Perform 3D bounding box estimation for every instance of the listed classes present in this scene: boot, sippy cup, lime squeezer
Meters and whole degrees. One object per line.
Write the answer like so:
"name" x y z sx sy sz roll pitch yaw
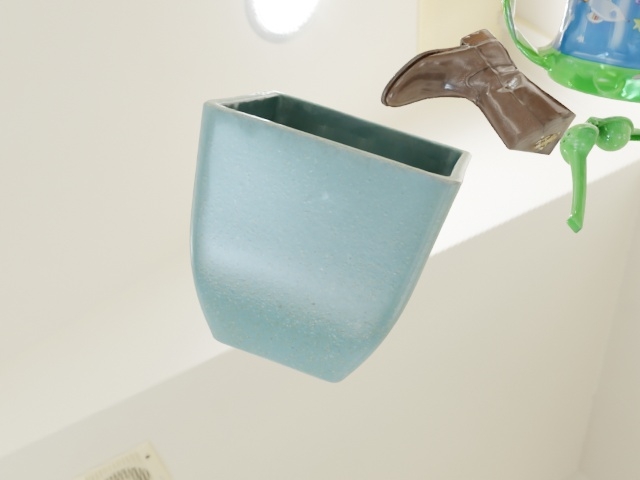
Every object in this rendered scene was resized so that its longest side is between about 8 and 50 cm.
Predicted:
"boot" 0.115 -0.096 0.578 0.106 0.114 0.037 -31 -28 -2
"sippy cup" 0.368 -0.278 0.825 0.306 0.240 0.224 -9 -63 -21
"lime squeezer" 0.369 -0.114 0.985 0.310 0.110 0.058 -27 -35 -37

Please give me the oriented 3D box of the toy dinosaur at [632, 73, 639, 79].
"toy dinosaur" 0.365 -0.074 0.503 0.121 0.313 0.160 -17 -26 -24

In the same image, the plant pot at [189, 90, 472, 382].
"plant pot" 0.000 0.000 0.841 0.248 0.247 0.252 19 -74 9
